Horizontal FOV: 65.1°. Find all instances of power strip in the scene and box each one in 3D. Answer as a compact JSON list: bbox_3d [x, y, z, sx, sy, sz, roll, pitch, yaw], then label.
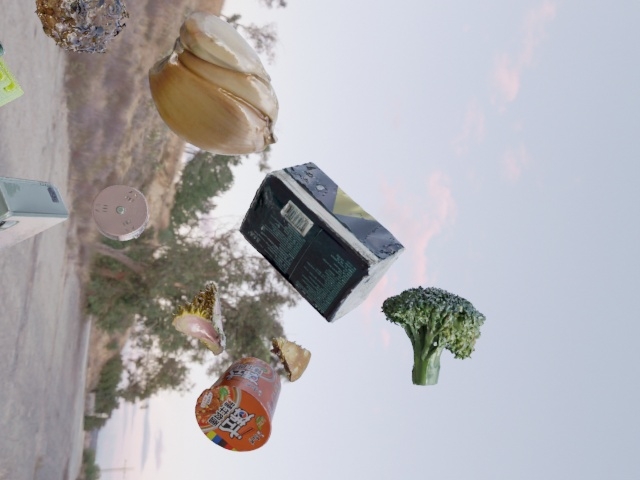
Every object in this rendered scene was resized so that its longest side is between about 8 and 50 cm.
[{"bbox_3d":[-0.561,-0.076,1.416,0.078,0.154,0.154,147,-53,-67],"label":"power strip"}]

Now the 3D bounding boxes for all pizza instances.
[{"bbox_3d":[-0.130,0.446,1.940,0.069,0.194,0.154,-22,-157,47],"label":"pizza"}]

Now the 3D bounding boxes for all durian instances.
[{"bbox_3d":[-0.370,0.237,1.655,0.305,0.185,0.196,85,13,-58],"label":"durian"}]

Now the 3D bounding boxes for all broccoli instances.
[{"bbox_3d":[0.211,0.184,0.958,0.194,0.219,0.194,-10,-104,44],"label":"broccoli"}]

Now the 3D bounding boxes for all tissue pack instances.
[{"bbox_3d":[0.000,0.000,1.478,0.416,0.253,0.264,44,-55,19],"label":"tissue pack"}]

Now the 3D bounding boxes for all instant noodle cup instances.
[{"bbox_3d":[-0.245,0.506,1.590,0.192,0.250,0.250,-59,170,-66],"label":"instant noodle cup"}]

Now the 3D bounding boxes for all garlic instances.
[{"bbox_3d":[-0.170,-0.247,0.853,0.217,0.228,0.110,-32,-152,34],"label":"garlic"}]

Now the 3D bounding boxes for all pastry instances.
[{"bbox_3d":[-0.706,-0.680,1.472,0.193,0.275,0.275,37,-54,13],"label":"pastry"}]

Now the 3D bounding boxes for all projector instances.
[{"bbox_3d":[-0.696,-0.042,1.040,0.192,0.256,0.099,-17,84,-81],"label":"projector"}]

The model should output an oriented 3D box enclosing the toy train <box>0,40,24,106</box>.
[{"bbox_3d":[-1.006,-0.382,1.304,0.179,0.442,0.272,58,-9,-1],"label":"toy train"}]
